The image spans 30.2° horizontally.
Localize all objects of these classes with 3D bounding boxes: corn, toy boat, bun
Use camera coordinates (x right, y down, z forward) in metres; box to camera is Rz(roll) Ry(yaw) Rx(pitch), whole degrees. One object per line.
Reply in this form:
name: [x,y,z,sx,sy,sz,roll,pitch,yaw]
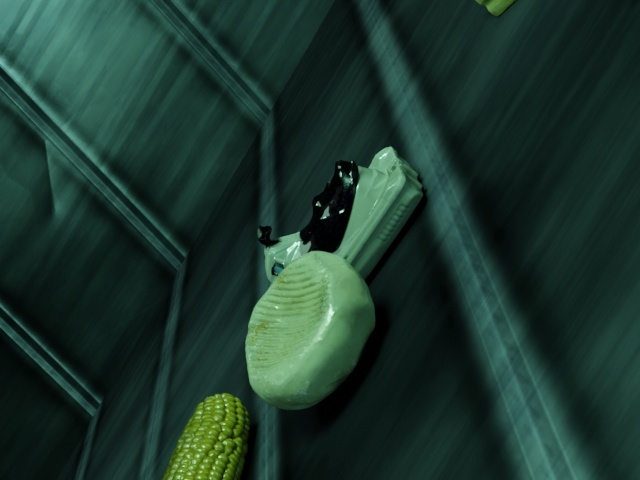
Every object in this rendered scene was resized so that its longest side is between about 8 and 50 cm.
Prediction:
corn: [-0.151,0.316,1.440,0.101,0.101,0.310,-46,17,44]
toy boat: [0.008,0.000,1.457,0.269,0.141,0.141,-42,18,13]
bun: [-0.003,0.105,1.333,0.183,0.102,0.183,-34,42,37]

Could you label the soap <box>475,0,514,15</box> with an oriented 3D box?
soap: [0.250,-0.366,1.418,0.252,0.092,0.037,-39,23,56]
